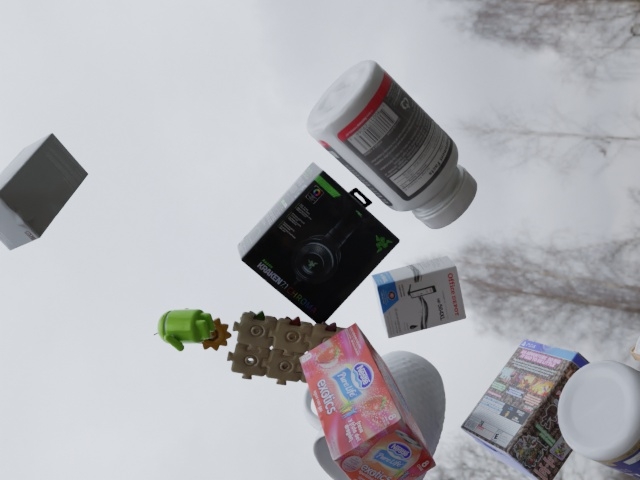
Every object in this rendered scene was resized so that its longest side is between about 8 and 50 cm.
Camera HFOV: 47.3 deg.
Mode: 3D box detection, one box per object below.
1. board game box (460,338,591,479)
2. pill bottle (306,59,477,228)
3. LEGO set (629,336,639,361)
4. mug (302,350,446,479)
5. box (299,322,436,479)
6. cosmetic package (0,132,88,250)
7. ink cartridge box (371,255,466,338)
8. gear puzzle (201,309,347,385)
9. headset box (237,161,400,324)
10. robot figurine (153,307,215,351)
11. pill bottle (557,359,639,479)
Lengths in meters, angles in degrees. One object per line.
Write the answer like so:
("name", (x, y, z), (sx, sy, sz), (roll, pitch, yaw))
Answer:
("board game box", (0.523, 0.409, 1.781), (0.141, 0.232, 0.291), (41, -100, -13))
("pill bottle", (0.141, -0.165, 1.352), (0.318, 0.176, 0.176), (41, -123, -23))
("LEGO set", (0.664, 0.191, 1.207), (0.107, 0.287, 0.132), (21, -126, -22))
("mug", (0.132, 0.441, 1.878), (0.328, 0.374, 0.276), (-53, -31, -40))
("box", (0.082, 0.320, 1.392), (0.154, 0.142, 0.300), (55, -175, -30))
("cosmetic package", (-0.606, -0.105, 1.533), (0.127, 0.107, 0.238), (56, -147, -26))
("ink cartridge box", (0.243, 0.139, 1.806), (0.086, 0.203, 0.148), (-109, 4, -72))
("gear puzzle", (-0.117, 0.232, 1.623), (0.044, 0.339, 0.175), (-95, 17, -65))
("headset box", (0.000, 0.000, 1.631), (0.246, 0.131, 0.283), (42, -87, -17))
("robot figurine", (-0.263, 0.166, 1.407), (0.101, 0.115, 0.067), (-66, -33, -56))
("pill bottle", (0.514, 0.298, 1.144), (0.265, 0.153, 0.153), (26, -108, -26))
